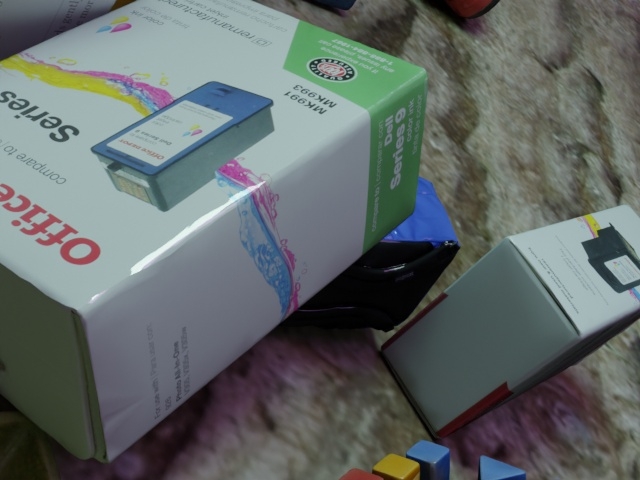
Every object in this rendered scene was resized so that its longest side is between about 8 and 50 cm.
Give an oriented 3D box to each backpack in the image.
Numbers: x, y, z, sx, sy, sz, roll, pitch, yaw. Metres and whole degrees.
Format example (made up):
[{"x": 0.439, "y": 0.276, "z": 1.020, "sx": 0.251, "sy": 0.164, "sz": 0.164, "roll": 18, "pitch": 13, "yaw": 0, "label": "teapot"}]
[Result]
[{"x": 0.000, "y": 0.000, "z": 0.544, "sx": 0.120, "sy": 0.098, "sz": 0.101, "roll": 0, "pitch": 46, "yaw": -28, "label": "backpack"}]

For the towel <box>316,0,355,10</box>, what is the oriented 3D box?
[{"x": -0.010, "y": -0.239, "z": 0.773, "sx": 0.119, "sy": 0.067, "sz": 0.029, "roll": 13, "pitch": 50, "yaw": -35, "label": "towel"}]

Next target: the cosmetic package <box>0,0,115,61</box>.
[{"x": -0.265, "y": -0.169, "z": 0.351, "sx": 0.385, "sy": 0.217, "sz": 0.156, "roll": 1, "pitch": 54, "yaw": -45, "label": "cosmetic package"}]

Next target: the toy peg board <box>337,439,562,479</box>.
[{"x": 0.072, "y": 0.143, "z": 0.416, "sx": 0.161, "sy": 0.079, "sz": 0.160, "roll": 12, "pitch": 22, "yaw": 33, "label": "toy peg board"}]

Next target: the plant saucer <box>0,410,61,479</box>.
[{"x": -0.157, "y": 0.159, "z": 0.287, "sx": 0.188, "sy": 0.045, "sz": 0.188, "roll": -1, "pitch": 57, "yaw": -44, "label": "plant saucer"}]

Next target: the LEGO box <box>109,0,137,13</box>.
[{"x": -0.019, "y": -0.422, "z": 0.578, "sx": 0.193, "sy": 0.500, "sz": 0.373, "roll": 28, "pitch": 40, "yaw": -22, "label": "LEGO box"}]

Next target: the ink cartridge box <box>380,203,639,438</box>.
[{"x": 0.144, "y": 0.049, "z": 0.606, "sx": 0.175, "sy": 0.127, "sz": 0.072, "roll": -12, "pitch": 63, "yaw": -49, "label": "ink cartridge box"}]

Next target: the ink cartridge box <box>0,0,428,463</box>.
[{"x": -0.074, "y": -0.026, "z": 0.415, "sx": 0.154, "sy": 0.093, "sz": 0.212, "roll": 29, "pitch": 48, "yaw": 27, "label": "ink cartridge box"}]

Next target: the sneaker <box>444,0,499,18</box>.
[{"x": 0.118, "y": -0.363, "z": 0.982, "sx": 0.135, "sy": 0.097, "sz": 0.276, "roll": 19, "pitch": 46, "yaw": -34, "label": "sneaker"}]
